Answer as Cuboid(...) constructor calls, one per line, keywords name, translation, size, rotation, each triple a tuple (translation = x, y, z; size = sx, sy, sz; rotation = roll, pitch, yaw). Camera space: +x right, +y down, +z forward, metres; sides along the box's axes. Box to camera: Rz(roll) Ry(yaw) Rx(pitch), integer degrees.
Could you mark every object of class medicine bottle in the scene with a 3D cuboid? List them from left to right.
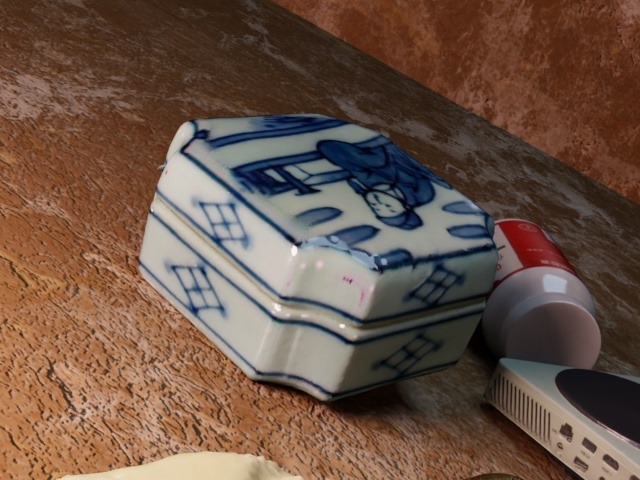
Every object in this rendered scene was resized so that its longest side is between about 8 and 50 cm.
Cuboid(name="medicine bottle", translation=(0.239, 0.070, 1.670), size=(0.131, 0.131, 0.250), rotation=(25, 16, -13))

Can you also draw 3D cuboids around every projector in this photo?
Cuboid(name="projector", translation=(0.328, 0.214, 1.454), size=(0.259, 0.079, 0.257), rotation=(12, 16, -38))

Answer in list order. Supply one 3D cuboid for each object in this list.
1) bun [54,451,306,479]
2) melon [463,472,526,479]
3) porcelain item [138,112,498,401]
Cuboid(name="bun", translation=(-0.028, 0.215, 0.628), size=(0.364, 0.202, 0.364), rotation=(28, 14, -7))
Cuboid(name="melon", translation=(0.125, 0.221, 1.062), size=(0.099, 0.099, 0.162), rotation=(32, 11, 11))
Cuboid(name="porcelain item", translation=(0.000, 0.000, 1.339), size=(0.281, 0.157, 0.286), rotation=(-9, 38, -43))
